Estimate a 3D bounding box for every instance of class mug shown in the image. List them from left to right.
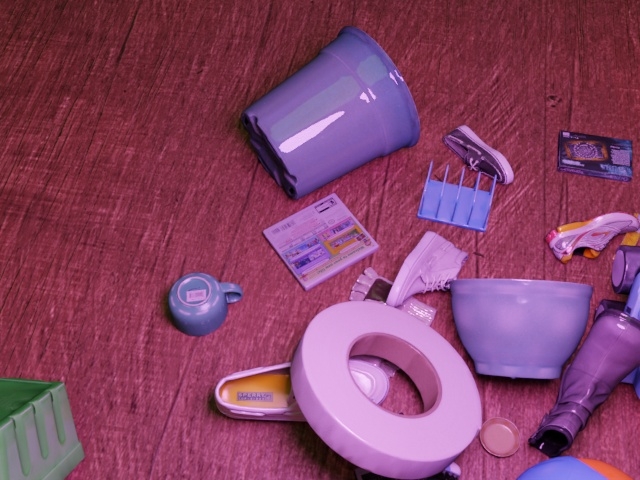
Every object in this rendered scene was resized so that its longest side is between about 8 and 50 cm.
[{"bbox_3d":[-0.269,0.128,1.727,0.129,0.097,0.157,32,63,19],"label":"mug"}]

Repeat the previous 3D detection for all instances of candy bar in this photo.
[{"bbox_3d":[0.753,-0.006,1.858,0.040,0.018,0.161,28,61,13],"label":"candy bar"}]

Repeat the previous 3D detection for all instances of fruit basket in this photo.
[{"bbox_3d":[-0.590,0.468,1.411,0.283,0.392,0.392,4,57,3],"label":"fruit basket"}]

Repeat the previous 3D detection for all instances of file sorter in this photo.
[{"bbox_3d":[0.337,-0.112,1.877,0.170,0.104,0.118,13,59,8],"label":"file sorter"}]

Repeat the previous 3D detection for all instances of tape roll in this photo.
[{"bbox_3d":[0.133,0.284,1.513,0.392,0.072,0.392,17,37,-14],"label":"tape roll"}]

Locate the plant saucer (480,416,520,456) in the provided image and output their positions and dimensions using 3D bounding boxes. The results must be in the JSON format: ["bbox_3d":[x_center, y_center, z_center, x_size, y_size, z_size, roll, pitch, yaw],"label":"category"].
[{"bbox_3d":[0.372,0.410,1.592,0.083,0.015,0.083,0,57,0],"label":"plant saucer"}]

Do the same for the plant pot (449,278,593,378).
[{"bbox_3d":[0.415,0.188,1.604,0.293,0.293,0.196,3,84,2],"label":"plant pot"}]

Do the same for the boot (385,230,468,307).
[{"bbox_3d":[0.251,0.080,1.739,0.123,0.095,0.258,27,47,14],"label":"boot"}]

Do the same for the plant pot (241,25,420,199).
[{"bbox_3d":[0.009,-0.290,1.882,0.334,0.341,0.341,-34,63,-10],"label":"plant pot"}]

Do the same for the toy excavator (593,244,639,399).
[{"bbox_3d":[0.697,0.279,1.533,0.222,0.432,0.445,8,29,5],"label":"toy excavator"}]

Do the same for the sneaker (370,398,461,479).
[{"bbox_3d":[0.176,0.396,1.520,0.237,0.085,0.086,29,65,10],"label":"sneaker"}]

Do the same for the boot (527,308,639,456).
[{"bbox_3d":[0.514,0.292,1.475,0.118,0.338,0.222,31,61,23],"label":"boot"}]

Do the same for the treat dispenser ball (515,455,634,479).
[{"bbox_3d":[0.456,0.528,1.352,0.288,0.288,0.288,0,57,0],"label":"treat dispenser ball"}]

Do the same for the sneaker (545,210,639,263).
[{"bbox_3d":[0.655,-0.003,1.828,0.225,0.088,0.092,-16,69,-4],"label":"sneaker"}]

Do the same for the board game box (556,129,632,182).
[{"bbox_3d":[0.712,-0.219,1.991,0.186,0.026,0.126,10,58,6],"label":"board game box"}]

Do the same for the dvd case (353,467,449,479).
[{"bbox_3d":[0.186,0.538,1.502,0.179,0.029,0.238,-14,59,-10],"label":"dvd case"}]

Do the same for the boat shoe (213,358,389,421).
[{"bbox_3d":[-0.038,0.299,1.565,0.367,0.156,0.135,0,73,-1],"label":"boat shoe"}]

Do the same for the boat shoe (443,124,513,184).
[{"bbox_3d":[0.400,-0.208,1.960,0.070,0.077,0.219,-29,53,-18],"label":"boat shoe"}]

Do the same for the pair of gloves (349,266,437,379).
[{"bbox_3d":[0.123,0.190,1.720,0.204,0.042,0.240,32,64,19],"label":"pair of gloves"}]

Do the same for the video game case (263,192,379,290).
[{"bbox_3d":[0.000,0.000,1.854,0.212,0.023,0.193,-29,61,-18],"label":"video game case"}]
